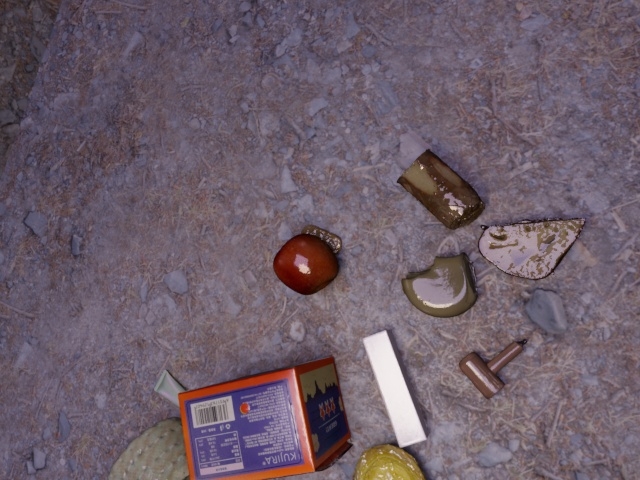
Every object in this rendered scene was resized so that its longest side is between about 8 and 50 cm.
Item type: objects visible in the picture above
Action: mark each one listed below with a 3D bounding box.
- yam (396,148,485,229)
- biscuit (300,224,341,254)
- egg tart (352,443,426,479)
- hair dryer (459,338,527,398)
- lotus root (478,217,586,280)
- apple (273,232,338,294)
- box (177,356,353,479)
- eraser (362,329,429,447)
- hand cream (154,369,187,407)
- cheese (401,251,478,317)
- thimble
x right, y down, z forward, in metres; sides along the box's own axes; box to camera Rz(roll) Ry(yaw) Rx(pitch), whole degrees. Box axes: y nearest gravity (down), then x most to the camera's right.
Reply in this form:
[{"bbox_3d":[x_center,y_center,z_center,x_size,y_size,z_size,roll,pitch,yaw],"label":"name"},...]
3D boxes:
[{"bbox_3d":[0.339,-0.140,1.312,0.128,0.129,0.238,-32,68,-26],"label":"yam"},{"bbox_3d":[0.000,0.000,1.459,0.147,0.018,0.071,25,89,23],"label":"biscuit"},{"bbox_3d":[0.188,0.653,1.240,0.212,0.090,0.213,-4,78,17],"label":"egg tart"},{"bbox_3d":[0.468,0.315,1.223,0.181,0.064,0.117,-40,69,0],"label":"hair dryer"},{"bbox_3d":[0.554,0.020,1.232,0.260,0.074,0.171,2,82,18],"label":"lotus root"},{"bbox_3d":[-0.045,0.073,1.378,0.181,0.181,0.168,-39,77,9],"label":"apple"},{"bbox_3d":[-0.138,0.487,1.261,0.348,0.318,0.257,-17,75,15],"label":"box"},{"bbox_3d":[0.207,0.401,1.284,0.078,0.076,0.299,-23,74,14],"label":"eraser"},{"bbox_3d":[-0.459,0.508,1.516,0.204,0.050,0.078,27,90,25],"label":"hand cream"},{"bbox_3d":[0.327,0.126,1.284,0.202,0.091,0.176,-8,76,18],"label":"cheese"},{"bbox_3d":[-0.453,0.677,1.370,0.195,0.291,0.292,37,94,22],"label":"thimble"}]
